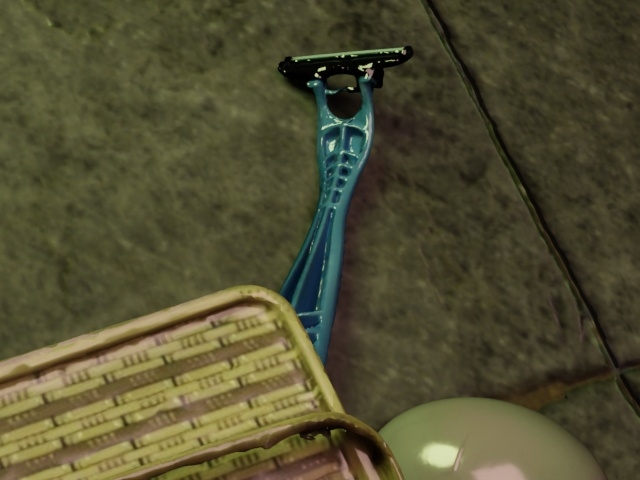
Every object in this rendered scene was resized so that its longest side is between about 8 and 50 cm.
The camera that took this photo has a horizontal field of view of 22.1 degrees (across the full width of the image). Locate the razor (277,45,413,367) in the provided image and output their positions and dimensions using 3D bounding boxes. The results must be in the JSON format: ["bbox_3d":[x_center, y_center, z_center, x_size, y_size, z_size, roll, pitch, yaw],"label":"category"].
[{"bbox_3d":[0.000,0.000,0.902,0.082,0.042,0.253,-4,55,21],"label":"razor"}]

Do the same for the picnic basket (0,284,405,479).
[{"bbox_3d":[-0.070,0.191,0.665,0.228,0.175,0.312,-16,70,-25],"label":"picnic basket"}]

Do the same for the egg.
[{"bbox_3d":[0.085,0.132,0.827,0.135,0.103,0.103,22,55,-11],"label":"egg"}]
